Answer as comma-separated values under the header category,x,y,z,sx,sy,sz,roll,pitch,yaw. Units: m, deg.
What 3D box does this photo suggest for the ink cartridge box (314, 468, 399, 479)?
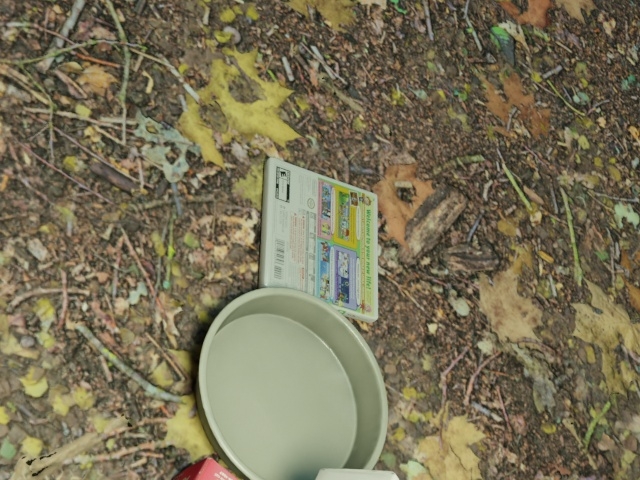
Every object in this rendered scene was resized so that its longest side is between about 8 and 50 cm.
category,x,y,z,sx,sy,sz,roll,pitch,yaw
ink cartridge box,0.066,0.442,1.544,0.278,0.117,0.201,59,43,-33

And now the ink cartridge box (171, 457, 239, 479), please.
category,x,y,z,sx,sy,sz,roll,pitch,yaw
ink cartridge box,-0.139,0.406,1.490,0.172,0.100,0.237,40,49,-13

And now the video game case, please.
category,x,y,z,sx,sy,sz,roll,pitch,yaw
video game case,0.000,0.000,1.852,0.193,0.023,0.212,18,57,-28

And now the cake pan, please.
category,x,y,z,sx,sy,sz,roll,pitch,yaw
cake pan,-0.043,0.207,1.694,0.293,0.054,0.293,16,59,-29
